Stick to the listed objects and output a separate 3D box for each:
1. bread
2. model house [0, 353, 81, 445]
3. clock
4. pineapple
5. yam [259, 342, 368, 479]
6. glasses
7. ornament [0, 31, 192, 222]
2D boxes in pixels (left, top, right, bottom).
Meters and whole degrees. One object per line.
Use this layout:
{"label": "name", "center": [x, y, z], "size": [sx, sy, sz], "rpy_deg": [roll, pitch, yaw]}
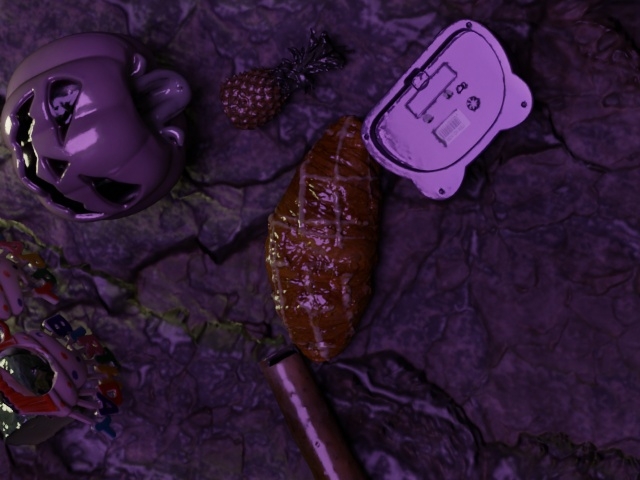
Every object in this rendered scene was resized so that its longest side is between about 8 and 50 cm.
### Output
{"label": "bread", "center": [0.000, 0.000, 1.475], "size": [0.105, 0.076, 0.233], "rpy_deg": [12, 97, 19]}
{"label": "model house", "center": [-0.289, 0.151, 1.620], "size": [0.079, 0.066, 0.083], "rpy_deg": [-39, 62, 31]}
{"label": "clock", "center": [0.119, -0.112, 1.429], "size": [0.110, 0.050, 0.152], "rpy_deg": [47, 110, 12]}
{"label": "pineapple", "center": [-0.031, -0.147, 1.485], "size": [0.124, 0.058, 0.058], "rpy_deg": [-27, 84, 21]}
{"label": "yam", "center": [0.018, 0.218, 1.500], "size": [0.046, 0.046, 0.264], "rpy_deg": [-30, 82, 22]}
{"label": "glasses", "center": [-0.292, 0.103, 1.566], "size": [0.255, 0.162, 0.095], "rpy_deg": [54, 131, 13]}
{"label": "ornament", "center": [-0.199, -0.107, 1.494], "size": [0.177, 0.177, 0.177], "rpy_deg": [2, 95, 22]}
